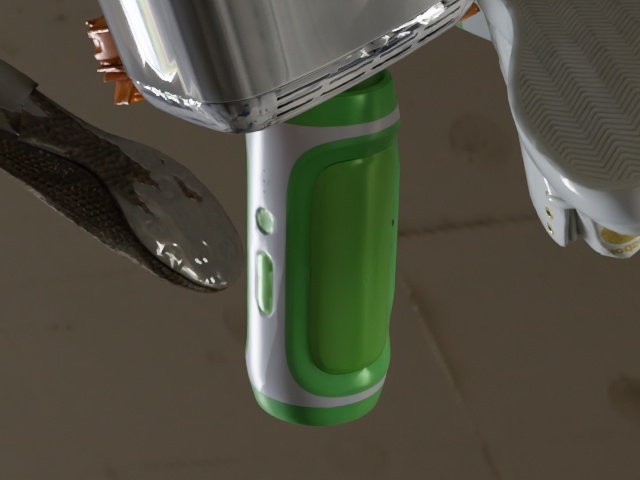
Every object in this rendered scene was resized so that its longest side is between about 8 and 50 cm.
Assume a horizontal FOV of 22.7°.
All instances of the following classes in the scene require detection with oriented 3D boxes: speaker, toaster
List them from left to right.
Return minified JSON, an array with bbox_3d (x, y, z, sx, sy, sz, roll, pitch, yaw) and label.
[{"bbox_3d":[-0.023,-0.148,0.729,0.129,0.227,0.146,20,-45,48],"label":"toaster"},{"bbox_3d":[0.000,0.000,1.320,0.131,0.131,0.296,7,-64,11],"label":"speaker"}]

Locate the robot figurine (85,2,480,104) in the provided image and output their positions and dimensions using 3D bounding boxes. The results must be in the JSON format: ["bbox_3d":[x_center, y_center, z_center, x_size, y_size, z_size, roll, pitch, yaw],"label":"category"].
[{"bbox_3d":[-0.009,-0.171,1.155,0.211,0.291,0.085,6,-69,59],"label":"robot figurine"}]

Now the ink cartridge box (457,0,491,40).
[{"bbox_3d":[0.227,-0.325,1.411,0.122,0.289,0.211,24,-8,12],"label":"ink cartridge box"}]

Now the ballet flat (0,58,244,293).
[{"bbox_3d":[-0.161,-0.040,1.095,0.250,0.084,0.058,33,-42,-21],"label":"ballet flat"}]

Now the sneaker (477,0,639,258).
[{"bbox_3d":[0.158,-0.049,0.828,0.108,0.292,0.169,-19,-59,7],"label":"sneaker"}]
